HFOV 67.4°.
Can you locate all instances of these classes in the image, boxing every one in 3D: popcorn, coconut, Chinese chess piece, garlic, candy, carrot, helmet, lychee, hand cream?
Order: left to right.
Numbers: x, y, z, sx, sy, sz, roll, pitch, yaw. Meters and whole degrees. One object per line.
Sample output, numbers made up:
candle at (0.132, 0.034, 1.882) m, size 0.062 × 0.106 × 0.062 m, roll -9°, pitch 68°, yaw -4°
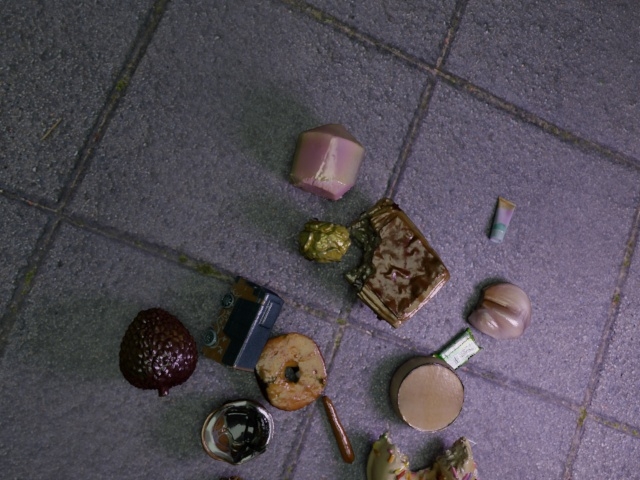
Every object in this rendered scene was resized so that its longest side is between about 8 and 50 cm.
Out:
lychee at (-0.494, 0.337, 1.462) m, size 0.236 × 0.236 × 0.271 m, roll -18°, pitch 75°, yaw -12°
helmet at (-0.259, 0.601, 1.539) m, size 0.225 × 0.130 × 0.198 m, roll -12°, pitch 84°, yaw -2°
popcorn at (0.010, -0.003, 1.603) m, size 0.169 × 0.195 × 0.173 m, roll -15°, pitch 89°, yaw -6°
coconut at (0.025, -0.275, 1.623) m, size 0.233 × 0.233 × 0.244 m, roll 19°, pitch 83°, yaw -9°
carrot at (0.060, 0.646, 1.643) m, size 0.043 × 0.043 × 0.247 m, roll -21°, pitch 89°, yaw -12°
Chinese chess piece at (0.370, 0.532, 1.670) m, size 0.258 × 0.104 × 0.256 m, roll 0°, pitch 90°, yaw -7°
candy at (0.500, 0.408, 1.752) m, size 0.178 × 0.032 × 0.102 m, roll -37°, pitch 90°, yaw -10°
hand cream at (0.688, -0.078, 1.824) m, size 0.076 × 0.047 × 0.174 m, roll 25°, pitch 73°, yaw -7°
garlic at (0.684, 0.263, 1.763) m, size 0.228 × 0.110 × 0.217 m, roll 28°, pitch 78°, yaw -8°

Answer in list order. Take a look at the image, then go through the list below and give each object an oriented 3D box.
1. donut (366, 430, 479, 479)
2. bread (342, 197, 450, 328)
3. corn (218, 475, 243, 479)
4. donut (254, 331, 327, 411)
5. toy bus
donut at (0.339, 0.803, 1.610) m, size 0.372 × 0.150 × 0.306 m, roll 7°, pitch 99°, yaw -7°
bread at (0.227, 0.079, 1.649) m, size 0.314 × 0.191 × 0.370 m, roll -41°, pitch 82°, yaw -6°
corn at (-0.234, 0.854, 1.544) m, size 0.097 × 0.097 × 0.261 m, roll -45°, pitch 99°, yaw -11°
donut at (-0.099, 0.430, 1.591) m, size 0.254 × 0.118 × 0.253 m, roll 0°, pitch 88°, yaw -11°
toy bus at (-0.244, 0.267, 1.532) m, size 0.167 × 0.138 × 0.275 m, roll 18°, pitch 78°, yaw 29°
